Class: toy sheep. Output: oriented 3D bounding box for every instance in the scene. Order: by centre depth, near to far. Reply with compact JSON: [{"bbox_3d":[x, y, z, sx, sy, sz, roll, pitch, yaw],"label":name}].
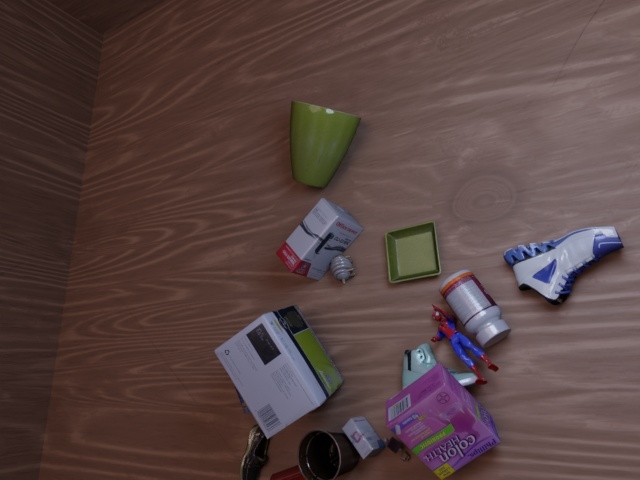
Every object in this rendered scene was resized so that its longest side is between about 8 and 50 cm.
[{"bbox_3d":[0.080,0.104,1.857,0.091,0.091,0.132,-32,42,23],"label":"toy sheep"}]

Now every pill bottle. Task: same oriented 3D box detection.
[{"bbox_3d":[0.469,0.207,1.538,0.121,0.121,0.221,-42,58,17],"label":"pill bottle"}]

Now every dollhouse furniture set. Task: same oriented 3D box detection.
[{"bbox_3d":[0.259,0.630,1.628,0.114,0.091,0.081,-52,9,-16],"label":"dollhouse furniture set"}]

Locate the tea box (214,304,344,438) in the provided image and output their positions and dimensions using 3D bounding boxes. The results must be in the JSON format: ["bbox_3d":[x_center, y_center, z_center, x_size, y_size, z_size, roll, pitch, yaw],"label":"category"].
[{"bbox_3d":[-0.125,0.420,1.695,0.220,0.323,0.329,-37,78,14],"label":"tea box"}]

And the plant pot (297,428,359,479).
[{"bbox_3d":[0.037,0.705,1.659,0.166,0.165,0.167,-11,69,31],"label":"plant pot"}]

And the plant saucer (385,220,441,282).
[{"bbox_3d":[0.321,0.045,1.733,0.188,0.045,0.189,-14,68,30],"label":"plant saucer"}]

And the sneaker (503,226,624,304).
[{"bbox_3d":[0.695,0.083,1.432,0.315,0.127,0.183,-20,69,36],"label":"sneaker"}]

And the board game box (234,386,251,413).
[{"bbox_3d":[-0.240,0.566,1.880,0.201,0.035,0.136,-25,84,45],"label":"board game box"}]

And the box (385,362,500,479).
[{"bbox_3d":[0.346,0.521,1.455,0.213,0.117,0.243,-41,99,17],"label":"box"}]

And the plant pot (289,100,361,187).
[{"bbox_3d":[-0.011,-0.365,1.969,0.274,0.274,0.294,24,106,36],"label":"plant pot"}]

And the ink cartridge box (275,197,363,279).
[{"bbox_3d":[0.000,0.000,1.871,0.273,0.197,0.114,-50,57,12],"label":"ink cartridge box"}]

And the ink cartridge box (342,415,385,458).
[{"bbox_3d":[0.141,0.643,1.653,0.052,0.088,0.122,-51,55,15],"label":"ink cartridge box"}]

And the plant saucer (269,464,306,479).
[{"bbox_3d":[-0.074,0.910,1.722,0.258,0.047,0.259,-35,58,33],"label":"plant saucer"}]

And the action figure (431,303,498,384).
[{"bbox_3d":[0.397,0.297,1.527,0.092,0.139,0.280,-55,34,15],"label":"action figure"}]

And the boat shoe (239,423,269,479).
[{"bbox_3d":[-0.238,0.803,1.871,0.073,0.080,0.224,-1,71,39],"label":"boat shoe"}]

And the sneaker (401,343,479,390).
[{"bbox_3d":[0.367,0.391,1.572,0.255,0.094,0.151,-14,66,29],"label":"sneaker"}]
